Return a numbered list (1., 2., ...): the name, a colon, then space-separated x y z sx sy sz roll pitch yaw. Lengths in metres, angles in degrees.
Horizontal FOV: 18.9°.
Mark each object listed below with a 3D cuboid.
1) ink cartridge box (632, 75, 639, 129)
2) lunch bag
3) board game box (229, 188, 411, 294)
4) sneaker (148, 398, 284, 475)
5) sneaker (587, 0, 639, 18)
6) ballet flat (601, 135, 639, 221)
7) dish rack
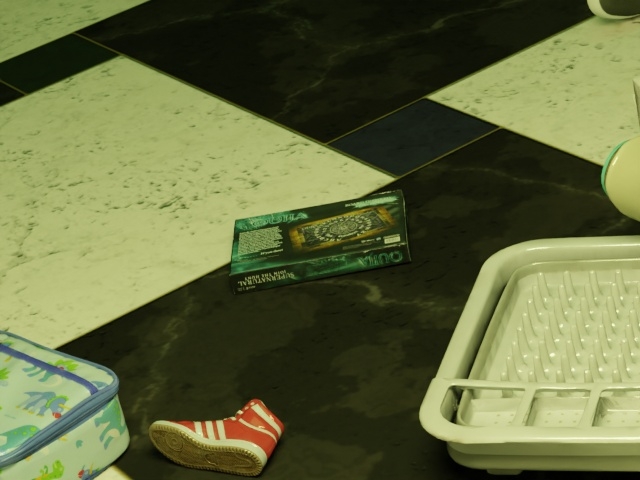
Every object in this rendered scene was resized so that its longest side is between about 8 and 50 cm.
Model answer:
1. ink cartridge box: 0.389 -0.124 1.998 0.092 0.090 0.143 -14 26 -3
2. lunch bag: -0.292 0.163 1.754 0.219 0.090 0.176 17 37 42
3. board game box: 0.000 0.000 2.001 0.186 0.026 0.126 -10 27 6
4. sneaker: -0.089 0.169 1.700 0.118 0.042 0.067 11 39 25
5. sneaker: 0.471 -0.340 2.356 0.295 0.105 0.147 -23 23 -28
6. ballet flat: 0.346 -0.041 1.764 0.086 0.086 0.248 8 -3 35
7. dish rack: 0.255 0.103 1.648 0.285 0.072 0.333 -3 29 20
